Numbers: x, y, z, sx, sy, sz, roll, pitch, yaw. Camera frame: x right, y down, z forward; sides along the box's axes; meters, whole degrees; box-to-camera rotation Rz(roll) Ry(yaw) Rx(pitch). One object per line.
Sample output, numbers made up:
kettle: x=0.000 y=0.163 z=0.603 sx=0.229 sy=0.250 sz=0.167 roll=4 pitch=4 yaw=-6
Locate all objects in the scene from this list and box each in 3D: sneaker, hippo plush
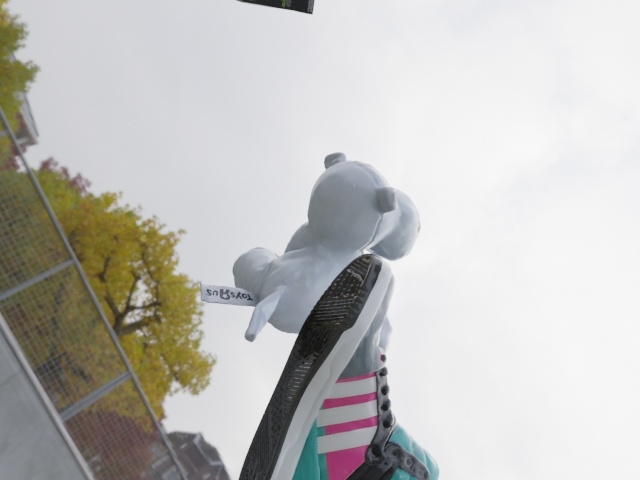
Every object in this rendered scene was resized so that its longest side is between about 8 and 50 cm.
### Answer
sneaker: x=0.051 y=0.178 z=0.642 sx=0.178 sy=0.296 sz=0.124 roll=27 pitch=-4 yaw=-17
hippo plush: x=0.000 y=0.000 z=0.837 sx=0.234 sy=0.294 sz=0.237 roll=31 pitch=-83 yaw=45

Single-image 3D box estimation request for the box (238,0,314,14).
box: x=-0.052 y=-0.289 z=0.701 sx=0.062 sy=0.083 sz=0.052 roll=-130 pitch=-133 yaw=-60
